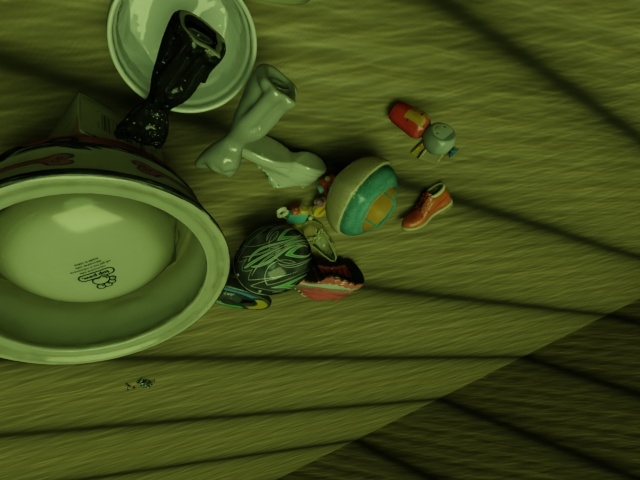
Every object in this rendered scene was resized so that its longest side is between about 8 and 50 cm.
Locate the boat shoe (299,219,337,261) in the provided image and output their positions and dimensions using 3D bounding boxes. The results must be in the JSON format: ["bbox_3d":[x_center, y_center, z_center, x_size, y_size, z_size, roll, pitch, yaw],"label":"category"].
[{"bbox_3d":[-0.001,0.001,1.111,0.056,0.048,0.153,-31,138,5],"label":"boat shoe"}]

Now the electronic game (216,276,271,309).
[{"bbox_3d":[-0.232,0.130,1.051,0.229,0.048,0.229,9,160,3],"label":"electronic game"}]

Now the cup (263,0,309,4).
[{"bbox_3d":[-0.068,-0.402,0.455,0.331,0.331,0.237,-3,131,-24],"label":"cup"}]

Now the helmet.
[{"bbox_3d":[-0.104,0.042,0.969,0.169,0.169,0.161,-31,167,5],"label":"helmet"}]

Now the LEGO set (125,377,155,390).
[{"bbox_3d":[-0.542,0.440,1.304,0.083,0.023,0.054,-20,138,-7],"label":"LEGO set"}]

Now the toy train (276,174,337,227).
[{"bbox_3d":[-0.026,-0.095,0.997,0.166,0.046,0.125,-28,149,-1],"label":"toy train"}]

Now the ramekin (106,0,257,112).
[{"bbox_3d":[-0.207,-0.310,0.651,0.207,0.109,0.207,-13,136,-13],"label":"ramekin"}]

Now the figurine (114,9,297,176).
[{"bbox_3d":[-0.169,-0.191,0.655,0.215,0.092,0.209,20,129,-40],"label":"figurine"}]

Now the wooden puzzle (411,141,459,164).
[{"bbox_3d":[0.279,-0.221,1.054,0.116,0.014,0.078,16,128,-37],"label":"wooden puzzle"}]

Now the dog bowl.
[{"bbox_3d":[-0.360,0.018,0.683,0.408,0.150,0.408,-16,139,-15],"label":"dog bowl"}]

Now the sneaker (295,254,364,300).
[{"bbox_3d":[-0.028,0.114,1.164,0.313,0.116,0.136,14,129,-34],"label":"sneaker"}]

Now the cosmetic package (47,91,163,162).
[{"bbox_3d":[-0.425,-0.082,0.758,0.296,0.129,0.153,-44,137,20],"label":"cosmetic package"}]

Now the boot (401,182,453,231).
[{"bbox_3d":[0.275,-0.090,1.155,0.158,0.059,0.085,-36,135,-2],"label":"boot"}]

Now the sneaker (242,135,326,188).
[{"bbox_3d":[-0.092,-0.150,0.900,0.212,0.080,0.094,13,137,-37],"label":"sneaker"}]

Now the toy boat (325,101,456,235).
[{"bbox_3d":[0.143,-0.134,0.931,0.318,0.148,0.267,-55,166,12],"label":"toy boat"}]
